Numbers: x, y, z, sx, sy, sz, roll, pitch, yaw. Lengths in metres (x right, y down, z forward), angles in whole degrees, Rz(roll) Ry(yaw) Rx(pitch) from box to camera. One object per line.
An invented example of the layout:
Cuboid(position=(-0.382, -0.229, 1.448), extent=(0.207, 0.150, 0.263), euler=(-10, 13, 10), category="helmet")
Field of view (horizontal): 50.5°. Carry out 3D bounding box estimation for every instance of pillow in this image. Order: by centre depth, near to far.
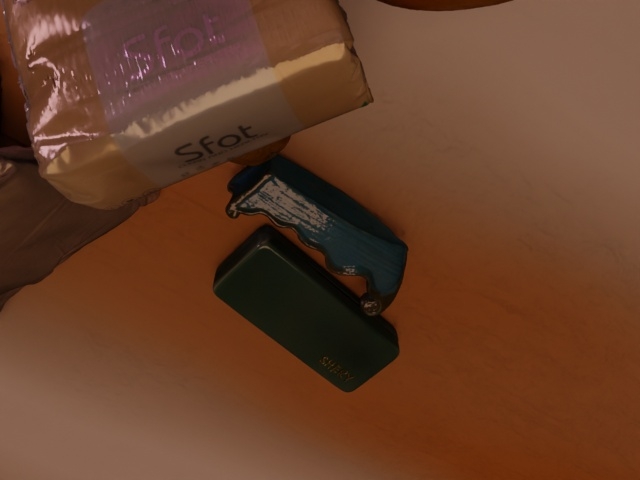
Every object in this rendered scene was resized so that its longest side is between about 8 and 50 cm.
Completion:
Cuboid(position=(-0.285, 0.013, 0.566), extent=(0.270, 0.067, 0.173), euler=(-35, 159, 18), category="pillow")

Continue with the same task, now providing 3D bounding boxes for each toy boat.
Cuboid(position=(0.000, 0.000, 0.591), extent=(0.186, 0.075, 0.077), euler=(30, 112, -23), category="toy boat")

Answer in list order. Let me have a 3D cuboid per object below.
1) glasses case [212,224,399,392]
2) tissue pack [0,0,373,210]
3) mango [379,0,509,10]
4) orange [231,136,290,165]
Cuboid(position=(-0.011, 0.069, 0.650), extent=(0.184, 0.039, 0.078), euler=(40, 111, -21), category="glasses case")
Cuboid(position=(-0.096, -0.140, 0.461), extent=(0.222, 0.090, 0.186), euler=(-19, 74, 7), category="tissue pack")
Cuboid(position=(0.090, -0.200, 0.379), extent=(0.187, 0.257, 0.138), euler=(-6, 119, 1), category="mango")
Cuboid(position=(-0.060, -0.100, 0.534), extent=(0.085, 0.085, 0.085), euler=(-1, 119, -2), category="orange")
